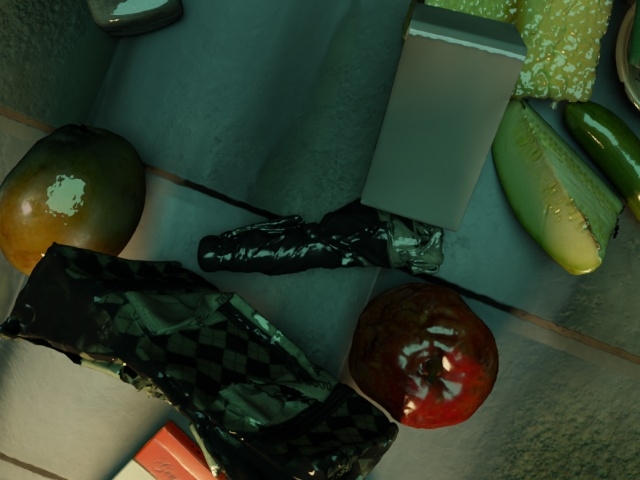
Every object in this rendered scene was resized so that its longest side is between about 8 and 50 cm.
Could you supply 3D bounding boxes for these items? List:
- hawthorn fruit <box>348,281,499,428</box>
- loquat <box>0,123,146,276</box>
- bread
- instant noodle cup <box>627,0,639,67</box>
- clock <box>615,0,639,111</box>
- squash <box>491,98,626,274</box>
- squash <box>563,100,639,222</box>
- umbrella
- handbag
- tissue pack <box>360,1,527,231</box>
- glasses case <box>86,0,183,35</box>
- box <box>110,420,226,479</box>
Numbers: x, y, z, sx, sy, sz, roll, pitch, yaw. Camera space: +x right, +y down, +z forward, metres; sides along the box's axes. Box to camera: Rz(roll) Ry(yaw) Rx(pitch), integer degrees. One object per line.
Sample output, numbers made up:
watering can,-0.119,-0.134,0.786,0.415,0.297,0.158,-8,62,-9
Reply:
hawthorn fruit,0.142,0.158,0.778,0.208,0.243,0.207,0,90,3
loquat,-0.342,-0.052,0.817,0.179,0.179,0.227,39,95,0
bread,0.254,-0.298,0.826,0.266,0.141,0.178,2,130,-2
instant noodle cup,0.500,-0.299,0.708,0.251,0.251,0.190,3,115,1
clock,0.542,-0.271,0.857,0.237,0.053,0.236,0,93,2
squash,0.303,-0.084,0.836,0.252,0.169,0.093,46,135,-1
squash,0.448,-0.107,0.856,0.069,0.069,0.258,-39,92,1
umbrella,0.000,0.000,0.842,0.358,0.113,0.106,-3,113,1
handbag,-0.125,0.164,0.695,0.416,0.317,0.180,32,88,17
tissue pack,0.151,-0.163,0.767,0.136,0.159,0.246,16,123,2
glasses case,-0.302,-0.467,0.854,0.131,0.074,0.323,-15,91,0
box,-0.268,0.407,0.891,0.139,0.035,0.245,43,91,0
